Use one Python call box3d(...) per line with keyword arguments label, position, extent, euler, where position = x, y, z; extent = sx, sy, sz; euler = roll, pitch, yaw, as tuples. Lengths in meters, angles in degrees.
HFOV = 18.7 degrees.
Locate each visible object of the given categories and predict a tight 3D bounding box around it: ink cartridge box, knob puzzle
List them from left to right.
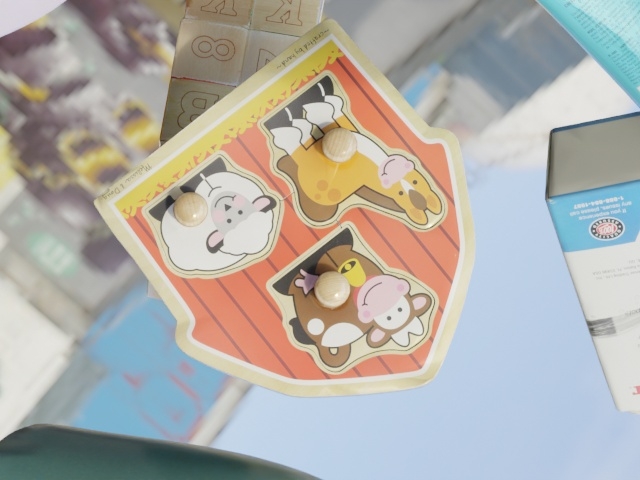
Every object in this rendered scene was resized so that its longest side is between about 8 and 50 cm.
box3d(label="knob puzzle", position=(0.000, 0.000, 1.057), extent=(0.213, 0.213, 0.030), euler=(-50, 175, -9))
box3d(label="ink cartridge box", position=(0.380, 0.017, 2.023), extent=(0.223, 0.307, 0.129), euler=(-11, -143, 16))

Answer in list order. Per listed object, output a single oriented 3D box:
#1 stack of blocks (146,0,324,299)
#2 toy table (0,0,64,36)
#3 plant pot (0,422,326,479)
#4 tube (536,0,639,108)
box3d(label="stack of blocks", position=(-0.047, -0.120, 1.285), extent=(0.171, 0.087, 0.297), euler=(103, -4, -68))
box3d(label="toy table", position=(-0.236, -0.219, 1.082), extent=(0.274, 0.252, 0.161), euler=(-5, -127, 10))
box3d(label="plant pot", position=(-0.064, 0.254, 1.134), extent=(0.235, 0.293, 0.293), euler=(-1, -148, 20))
box3d(label="tube", position=(0.211, -0.162, 1.405), extent=(0.080, 0.207, 0.052), euler=(-48, -155, -9))
